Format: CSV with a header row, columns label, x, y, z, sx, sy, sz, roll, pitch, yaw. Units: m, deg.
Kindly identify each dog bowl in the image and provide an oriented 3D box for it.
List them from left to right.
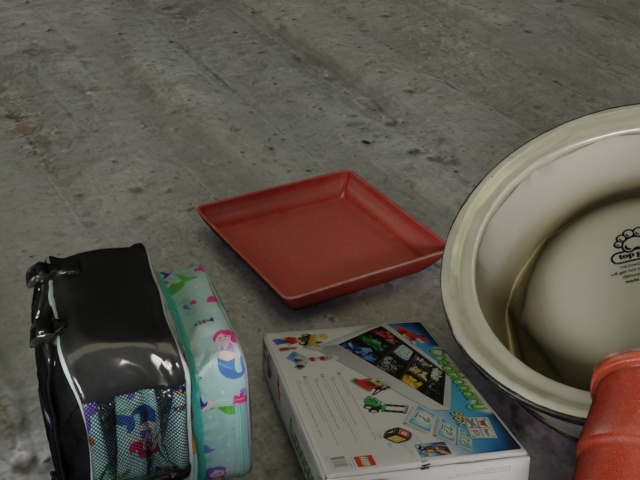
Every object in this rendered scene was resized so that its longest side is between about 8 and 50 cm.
label,x,y,z,sx,sy,sz,roll,pitch,yaw
dog bowl,0.344,0.049,1.072,0.407,0.150,0.408,-15,48,17

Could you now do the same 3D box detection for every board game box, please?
label,x,y,z,sx,sy,sz,roll,pitch,yaw
board game box,0.061,0.170,1.020,0.192,0.053,0.305,-3,20,-12

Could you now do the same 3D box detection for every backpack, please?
label,x,y,z,sx,sy,sz,roll,pitch,yaw
backpack,-0.164,0.150,0.903,0.191,0.254,0.225,-4,28,-19

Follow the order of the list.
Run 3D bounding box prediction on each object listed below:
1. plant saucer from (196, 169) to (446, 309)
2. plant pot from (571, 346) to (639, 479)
label,x,y,z,sx,sy,sz,roll,pitch,yaw
plant saucer,0.000,0.000,1.360,0.259,0.048,0.258,-16,36,-28
plant pot,0.268,0.262,0.708,0.272,0.272,0.265,21,66,27
